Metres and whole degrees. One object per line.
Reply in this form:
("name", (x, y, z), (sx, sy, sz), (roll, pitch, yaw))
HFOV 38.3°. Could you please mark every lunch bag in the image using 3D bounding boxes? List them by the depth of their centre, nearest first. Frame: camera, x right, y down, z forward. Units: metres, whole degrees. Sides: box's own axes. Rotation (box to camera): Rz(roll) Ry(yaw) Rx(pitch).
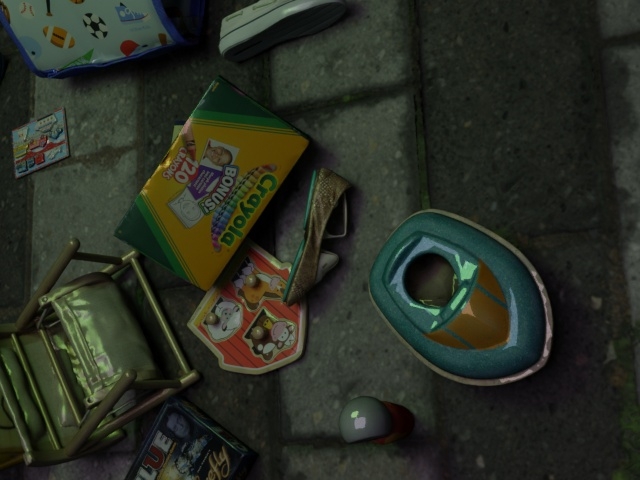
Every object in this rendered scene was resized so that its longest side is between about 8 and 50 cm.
("lunch bag", (-0.375, -0.478, 1.512), (0.327, 0.239, 0.386), (-7, 100, 25))

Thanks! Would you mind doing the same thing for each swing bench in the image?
("swing bench", (-0.367, 0.175, 1.431), (0.254, 0.165, 0.253), (-39, 66, 20))

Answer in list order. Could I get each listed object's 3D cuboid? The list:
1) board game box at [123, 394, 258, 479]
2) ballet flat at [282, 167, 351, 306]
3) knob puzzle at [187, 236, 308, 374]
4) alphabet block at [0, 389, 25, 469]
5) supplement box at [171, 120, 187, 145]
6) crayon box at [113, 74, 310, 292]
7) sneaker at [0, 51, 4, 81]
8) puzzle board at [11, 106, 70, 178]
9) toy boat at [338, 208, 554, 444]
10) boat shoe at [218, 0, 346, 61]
("board game box", (-0.216, 0.378, 1.376), (0.165, 0.042, 0.243), (30, 95, 29))
("ballet flat", (0.000, 0.000, 1.321), (0.067, 0.073, 0.206), (14, 89, -3))
("knob puzzle", (-0.098, 0.113, 1.372), (0.213, 0.030, 0.213), (-6, 77, 27))
("alphabet block", (-0.580, 0.275, 1.508), (0.193, 0.192, 0.197), (-25, 70, 24))
("supplement box", (-0.187, -0.141, 1.453), (0.083, 0.056, 0.083), (4, 82, 29))
("crayon box", (-0.160, -0.084, 1.367), (0.165, 0.081, 0.278), (33, 98, -10))
("sneaker", (-0.678, -0.267, 1.726), (0.090, 0.081, 0.232), (31, 97, 22))
("puzzle board", (-0.505, -0.175, 1.657), (0.128, 0.011, 0.096), (-18, 72, 24))
("toy boat", (0.141, 0.129, 1.173), (0.267, 0.148, 0.318), (34, 97, 29))
("boat shoe", (-0.068, -0.350, 1.414), (0.226, 0.083, 0.076), (-16, 74, 26))
